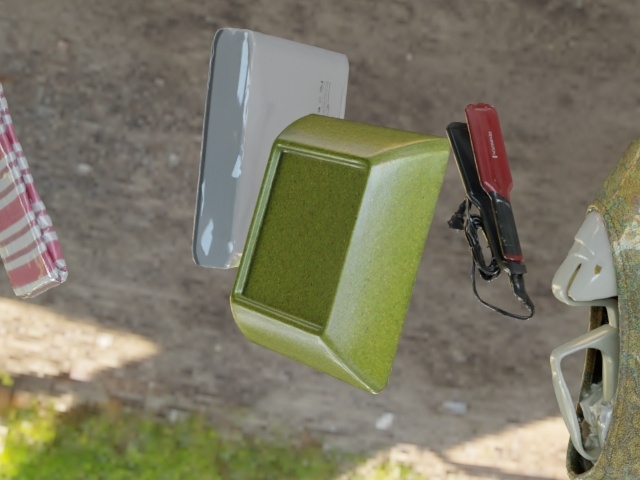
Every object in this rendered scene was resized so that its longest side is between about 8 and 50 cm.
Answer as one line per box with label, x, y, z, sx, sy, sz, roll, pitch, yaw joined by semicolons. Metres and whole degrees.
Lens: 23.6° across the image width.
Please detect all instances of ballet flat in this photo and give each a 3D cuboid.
ballet flat;0.274;0.078;1.452;0.123;0.349;0.123;-3;-166;1

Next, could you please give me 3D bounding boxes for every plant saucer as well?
plant saucer;0.000;0.000;1.133;0.045;0.188;0.188;14;-179;-35

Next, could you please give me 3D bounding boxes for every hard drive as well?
hard drive;-0.039;-0.085;1.435;0.040;0.203;0.307;7;-175;16

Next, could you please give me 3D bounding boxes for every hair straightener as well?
hair straightener;0.173;-0.022;1.583;0.047;0.230;0.089;-5;160;-31

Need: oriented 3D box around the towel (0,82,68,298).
towel;-0.271;-0.048;1.341;0.029;0.197;0.144;-21;-178;-24
